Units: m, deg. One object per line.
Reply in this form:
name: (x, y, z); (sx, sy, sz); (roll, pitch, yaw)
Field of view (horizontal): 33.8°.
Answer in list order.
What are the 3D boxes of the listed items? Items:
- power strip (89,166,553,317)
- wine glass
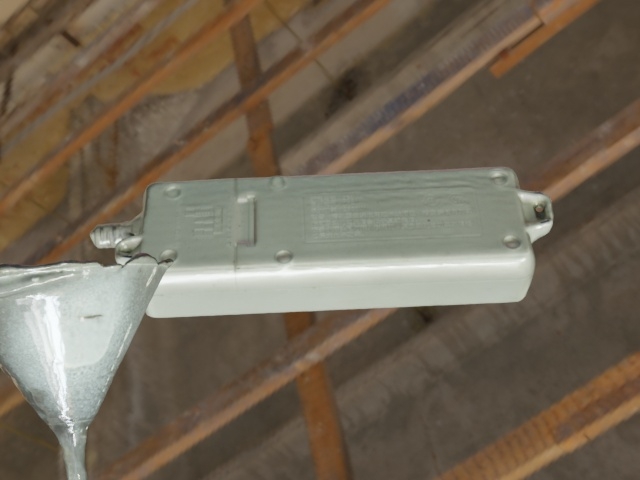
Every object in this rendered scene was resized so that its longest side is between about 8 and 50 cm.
power strip: (0.000, 0.000, 0.777); (0.338, 0.058, 0.098); (-2, -129, -1)
wine glass: (-0.120, 0.103, 0.517); (0.122, 0.122, 0.183); (-11, -95, 39)
